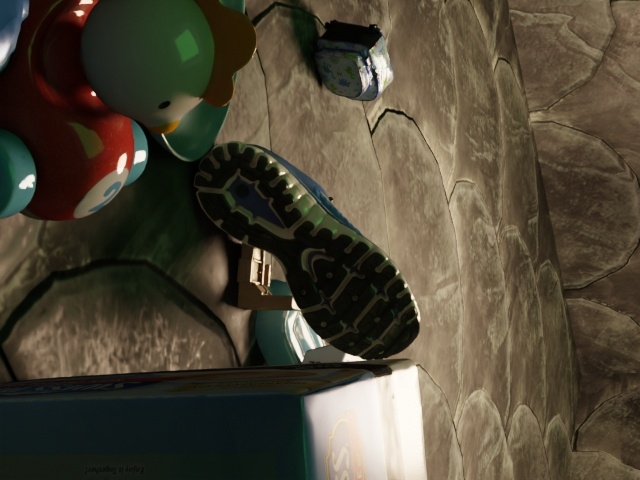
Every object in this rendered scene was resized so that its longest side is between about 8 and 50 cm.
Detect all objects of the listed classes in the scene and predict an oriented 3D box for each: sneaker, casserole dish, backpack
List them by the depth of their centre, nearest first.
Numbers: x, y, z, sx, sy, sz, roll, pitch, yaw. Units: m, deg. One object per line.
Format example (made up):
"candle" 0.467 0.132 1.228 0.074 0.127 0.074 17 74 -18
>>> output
"sneaker" 0.000 0.000 1.284 0.330 0.130 0.147 48 17 -5
"casserole dish" -0.033 0.136 1.416 0.114 0.037 0.188 -70 147 -47
"backpack" 0.050 -0.264 1.633 0.084 0.105 0.114 -53 139 -27

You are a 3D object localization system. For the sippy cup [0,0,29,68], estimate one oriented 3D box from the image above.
"sippy cup" -0.293 -0.143 0.578 0.240 0.224 0.305 14 71 -68

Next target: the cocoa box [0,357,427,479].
"cocoa box" -0.117 0.212 0.767 0.228 0.347 0.231 5 81 -67

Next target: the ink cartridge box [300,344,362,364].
"ink cartridge box" 0.000 0.267 1.367 0.332 0.065 0.165 -63 142 -36

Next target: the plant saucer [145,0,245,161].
"plant saucer" -0.145 -0.243 1.135 0.317 0.044 0.317 6 90 -79

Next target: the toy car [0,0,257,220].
"toy car" -0.161 -0.127 0.884 0.219 0.238 0.210 -27 110 -66

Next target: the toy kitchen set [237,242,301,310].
"toy kitchen set" -0.054 0.046 1.328 0.068 0.075 0.083 21 70 -66
